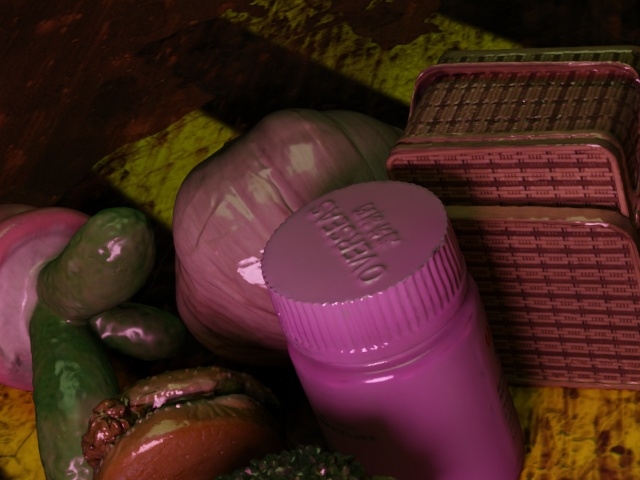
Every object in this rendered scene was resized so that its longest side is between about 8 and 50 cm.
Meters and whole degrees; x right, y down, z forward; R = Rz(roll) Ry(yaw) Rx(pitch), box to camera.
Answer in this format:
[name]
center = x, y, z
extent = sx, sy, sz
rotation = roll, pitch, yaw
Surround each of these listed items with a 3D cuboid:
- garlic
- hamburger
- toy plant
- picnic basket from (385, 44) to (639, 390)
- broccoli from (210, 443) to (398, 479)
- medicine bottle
[garlic]
center = 0.000, 0.000, 1.426
extent = 0.317, 0.317, 0.259
rotation = -25, 63, -6
[hamburger]
center = -0.126, 0.195, 1.287
extent = 0.189, 0.215, 0.122
rotation = -30, 48, 11
[toy plant]
center = -0.298, 0.096, 1.530
extent = 0.211, 0.317, 0.356
rotation = 9, 5, -44
[picnic basket]
center = 0.210, -0.017, 1.311
extent = 0.228, 0.312, 0.175
rotation = 1, 41, 26
[broccoli]
center = -0.045, 0.292, 1.102
extent = 0.288, 0.260, 0.235
rotation = -51, 32, 39
[medicine bottle]
center = 0.069, 0.108, 1.236
extent = 0.178, 0.290, 0.178
rotation = -15, 34, 10
